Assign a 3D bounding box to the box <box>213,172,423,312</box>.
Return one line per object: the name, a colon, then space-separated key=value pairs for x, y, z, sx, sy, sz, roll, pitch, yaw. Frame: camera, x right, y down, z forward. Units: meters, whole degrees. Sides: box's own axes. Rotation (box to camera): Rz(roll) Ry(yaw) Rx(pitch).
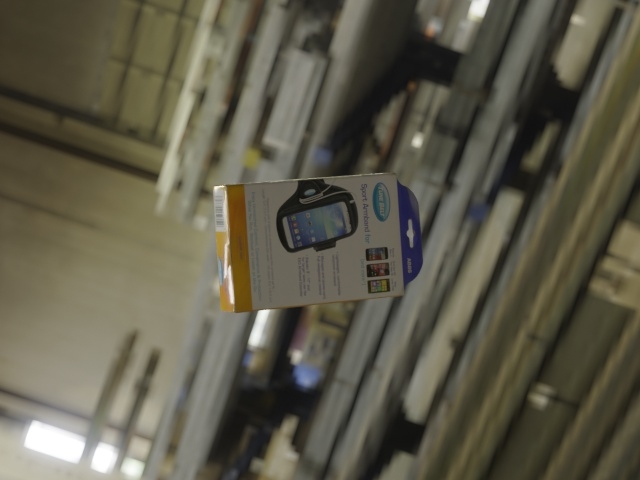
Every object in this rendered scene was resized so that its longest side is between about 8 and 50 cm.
box: x=0.000 y=0.000 z=1.189 sx=0.028 sy=0.136 sz=0.081 roll=1 pitch=95 yaw=64
